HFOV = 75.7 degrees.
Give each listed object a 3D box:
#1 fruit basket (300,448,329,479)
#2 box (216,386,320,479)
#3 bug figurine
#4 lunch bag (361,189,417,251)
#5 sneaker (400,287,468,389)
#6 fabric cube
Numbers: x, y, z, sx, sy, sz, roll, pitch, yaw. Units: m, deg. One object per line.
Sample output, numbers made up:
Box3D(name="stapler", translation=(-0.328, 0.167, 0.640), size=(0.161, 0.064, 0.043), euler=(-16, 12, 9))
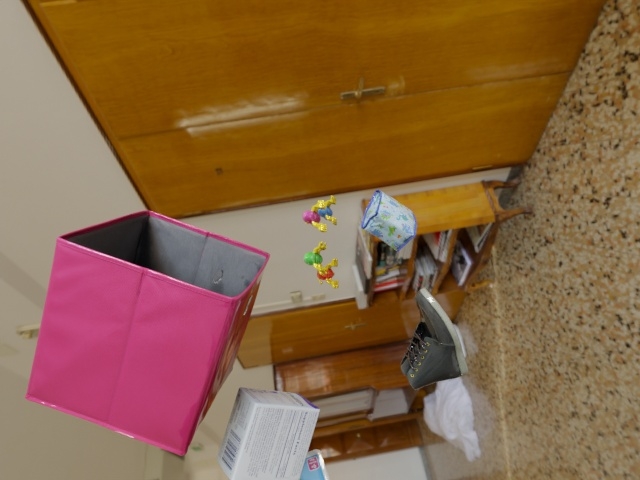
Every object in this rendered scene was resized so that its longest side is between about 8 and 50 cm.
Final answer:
Box3D(name="fruit basket", translation=(-0.093, 0.667, 0.847), size=(0.165, 0.326, 0.353), euler=(43, -156, -56))
Box3D(name="box", translation=(-0.087, 0.332, 0.708), size=(0.072, 0.137, 0.126), euler=(8, 78, 55))
Box3D(name="bug figurine", translation=(0.000, 0.000, 1.202), size=(0.216, 0.072, 0.279), euler=(25, -117, -70))
Box3D(name="lunch bag", translation=(0.192, -0.065, 1.131), size=(0.096, 0.128, 0.151), euler=(-48, 14, 42))
Box3D(name="sneaker", translation=(0.195, 0.197, 0.773), size=(0.222, 0.118, 0.083), euler=(63, -177, -25))
Box3D(name="fabric cube", translation=(-0.257, 0.126, 0.678), size=(0.254, 0.258, 0.258), euler=(-73, 3, -78))
